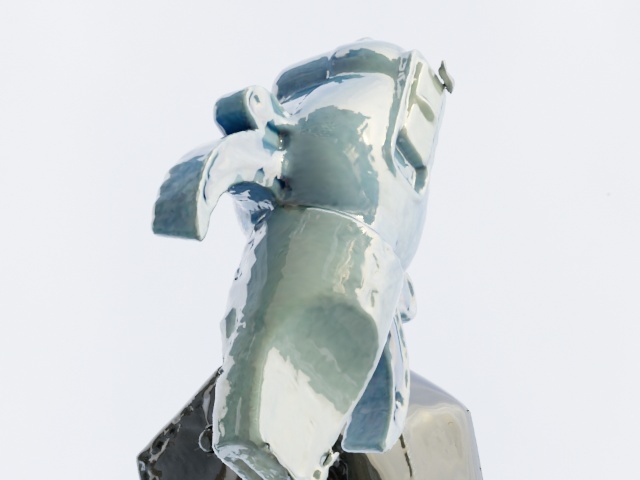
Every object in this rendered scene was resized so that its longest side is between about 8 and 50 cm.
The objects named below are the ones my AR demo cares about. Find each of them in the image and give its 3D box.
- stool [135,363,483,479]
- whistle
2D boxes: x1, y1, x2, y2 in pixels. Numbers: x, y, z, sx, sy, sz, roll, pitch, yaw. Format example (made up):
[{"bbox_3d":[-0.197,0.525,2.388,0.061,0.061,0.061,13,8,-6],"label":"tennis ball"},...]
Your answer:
[{"bbox_3d":[-0.006,0.182,1.168,0.232,0.141,0.232,10,-76,41],"label":"stool"},{"bbox_3d":[0.000,0.000,0.825,0.093,0.269,0.180,-11,-47,32],"label":"whistle"}]
